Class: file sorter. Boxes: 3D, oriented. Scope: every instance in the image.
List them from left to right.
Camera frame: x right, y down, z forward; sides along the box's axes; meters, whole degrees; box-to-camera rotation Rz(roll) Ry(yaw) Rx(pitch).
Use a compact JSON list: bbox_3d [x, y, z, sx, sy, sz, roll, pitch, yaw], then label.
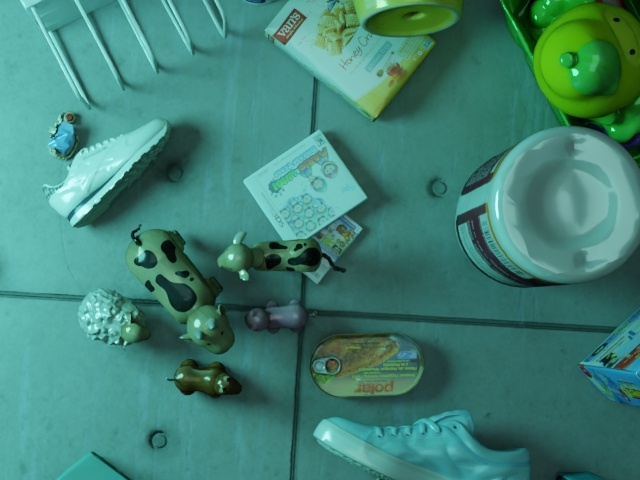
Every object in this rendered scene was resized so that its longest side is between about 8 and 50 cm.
[{"bbox_3d":[-0.301,-0.353,1.857,0.278,0.193,0.173,-28,91,-5],"label":"file sorter"}]

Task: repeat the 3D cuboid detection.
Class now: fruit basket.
[{"bbox_3d":[0.447,-0.293,1.816,0.283,0.392,0.392,-28,89,-5],"label":"fruit basket"}]

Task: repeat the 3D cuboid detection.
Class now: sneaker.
[{"bbox_3d":[-0.346,-0.128,1.895,0.235,0.090,0.095,-43,80,-7],"label":"sneaker"},{"bbox_3d":[0.172,0.332,1.884,0.366,0.135,0.150,22,77,-11],"label":"sneaker"}]

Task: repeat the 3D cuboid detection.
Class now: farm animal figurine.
[{"bbox_3d":[-0.177,0.085,1.829,0.327,0.172,0.330,33,91,0],"label":"farm animal figurine"}]

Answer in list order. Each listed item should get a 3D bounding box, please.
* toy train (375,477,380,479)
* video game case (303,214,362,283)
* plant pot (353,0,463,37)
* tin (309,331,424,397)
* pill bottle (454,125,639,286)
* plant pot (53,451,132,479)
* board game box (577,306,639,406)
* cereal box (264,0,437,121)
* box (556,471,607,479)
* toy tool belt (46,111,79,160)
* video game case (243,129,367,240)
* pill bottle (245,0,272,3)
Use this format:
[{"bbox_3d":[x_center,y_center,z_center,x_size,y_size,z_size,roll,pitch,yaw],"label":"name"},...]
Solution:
[{"bbox_3d":[0.007,0.468,1.847,0.248,0.143,0.105,-42,90,-5],"label":"toy train"},{"bbox_3d":[0.000,0.000,1.943,0.087,0.011,0.122,39,85,0],"label":"video game case"},{"bbox_3d":[0.137,-0.462,1.851,0.254,0.254,0.239,-4,82,-4],"label":"plant pot"},{"bbox_3d":[0.075,0.207,1.923,0.190,0.040,0.106,-1,82,-4],"label":"tin"},{"bbox_3d":[0.333,-0.039,1.776,0.224,0.392,0.224,0,87,-4],"label":"pill bottle"},{"bbox_3d":[-0.391,0.455,1.816,0.165,0.166,0.234,37,78,-1],"label":"plant pot"},{"bbox_3d":[0.584,0.131,1.828,0.308,0.302,0.086,-42,90,-5],"label":"board game box"},{"bbox_3d":[0.050,-0.339,1.949,0.240,0.047,0.173,38,83,-1],"label":"cereal box"},{"bbox_3d":[0.431,0.431,1.826,0.060,0.244,0.100,0,86,-3],"label":"box"},{"bbox_3d":[-0.423,-0.174,1.906,0.052,0.051,0.083,17,85,-3],"label":"toy tool belt"},{"bbox_3d":[-0.025,-0.085,1.934,0.157,0.019,0.143,-34,83,-4],"label":"video game case"},{"bbox_3d":[-0.100,-0.445,1.876,0.112,0.187,0.112,0,86,-4],"label":"pill bottle"}]
